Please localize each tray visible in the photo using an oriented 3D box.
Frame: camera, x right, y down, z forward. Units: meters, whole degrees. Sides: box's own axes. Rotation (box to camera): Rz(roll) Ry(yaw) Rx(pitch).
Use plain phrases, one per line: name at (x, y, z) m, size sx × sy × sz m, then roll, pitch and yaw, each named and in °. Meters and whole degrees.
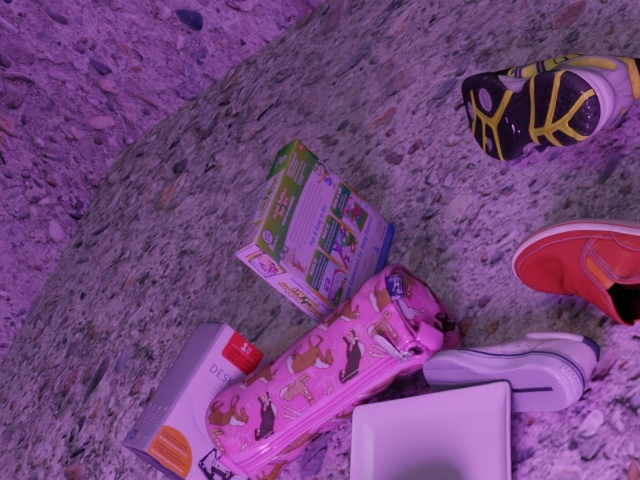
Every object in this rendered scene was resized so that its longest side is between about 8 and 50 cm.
tray at (0.136, 0.263, 1.242) m, size 0.270 × 0.030 × 0.145 m, roll -19°, pitch 61°, yaw 46°

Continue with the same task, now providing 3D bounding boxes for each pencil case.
pencil case at (0.012, 0.195, 1.442) m, size 0.386 × 0.167 × 0.160 m, roll -38°, pitch 66°, yaw 22°

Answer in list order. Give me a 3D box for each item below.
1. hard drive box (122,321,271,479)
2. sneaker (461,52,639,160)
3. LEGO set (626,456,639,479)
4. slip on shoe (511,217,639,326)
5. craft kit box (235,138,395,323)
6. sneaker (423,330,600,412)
hard drive box at (-0.168, 0.273, 1.589) m, size 0.089 × 0.181 × 0.232 m, roll -6°, pitch 48°, yaw 56°
sneaker at (0.350, -0.209, 1.553) m, size 0.147 × 0.145 × 0.384 m, roll -22°, pitch 15°, yaw -18°
LEGO set at (0.345, 0.282, 0.873) m, size 0.132 × 0.107 × 0.287 m, roll -19°, pitch 10°, yaw -22°
slip on shoe at (0.345, 0.044, 1.169) m, size 0.331 × 0.123 × 0.101 m, roll 3°, pitch 58°, yaw 54°
craft kit box at (0.000, 0.000, 1.636) m, size 0.061 × 0.246 × 0.250 m, roll -25°, pitch 32°, yaw 38°
sneaker at (0.233, 0.160, 1.231) m, size 0.091 × 0.094 × 0.258 m, roll -34°, pitch 15°, yaw -32°
